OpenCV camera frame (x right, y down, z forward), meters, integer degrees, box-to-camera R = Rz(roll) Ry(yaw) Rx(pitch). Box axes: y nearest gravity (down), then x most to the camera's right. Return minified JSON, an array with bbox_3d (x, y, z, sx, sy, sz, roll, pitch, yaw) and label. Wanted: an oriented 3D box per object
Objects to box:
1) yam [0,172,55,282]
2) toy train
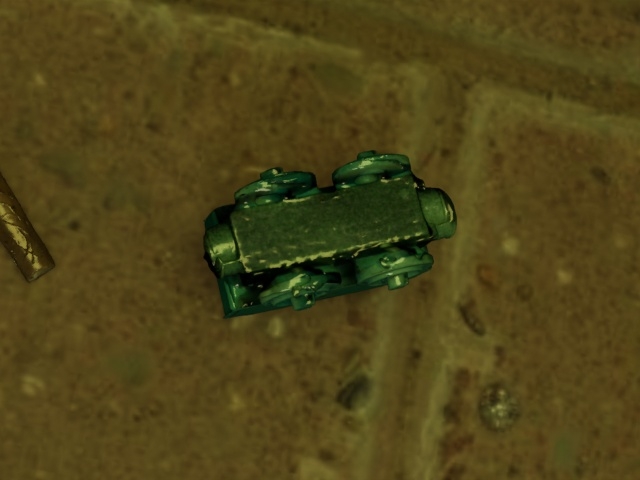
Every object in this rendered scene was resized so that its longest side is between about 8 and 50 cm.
[{"bbox_3d":[-0.257,-0.034,1.072,0.032,0.032,0.145,-34,92,-15],"label":"yam"},{"bbox_3d":[0.000,0.000,1.064,0.198,0.154,0.107,-11,82,-15],"label":"toy train"}]
